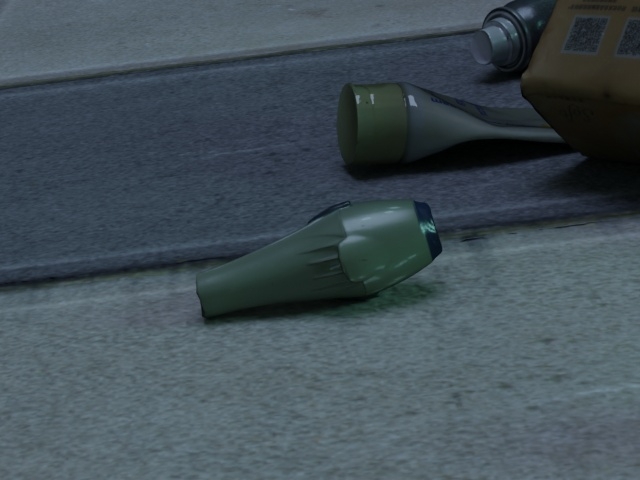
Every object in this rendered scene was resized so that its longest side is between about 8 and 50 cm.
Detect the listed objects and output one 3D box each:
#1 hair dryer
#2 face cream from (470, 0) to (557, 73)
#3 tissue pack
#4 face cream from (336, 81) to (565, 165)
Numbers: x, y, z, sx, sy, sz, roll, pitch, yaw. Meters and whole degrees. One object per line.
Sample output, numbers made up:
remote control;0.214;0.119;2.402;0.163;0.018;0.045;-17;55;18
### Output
hair dryer;-0.017;0.007;1.133;0.167;0.067;0.199;-17;11;-12
face cream;0.269;-0.229;1.655;0.283;0.073;0.073;-20;24;-34
tissue pack;0.354;-0.137;1.231;0.305;0.238;0.238;12;27;42
face cream;0.130;-0.101;1.374;0.224;0.070;0.114;-2;18;-14
